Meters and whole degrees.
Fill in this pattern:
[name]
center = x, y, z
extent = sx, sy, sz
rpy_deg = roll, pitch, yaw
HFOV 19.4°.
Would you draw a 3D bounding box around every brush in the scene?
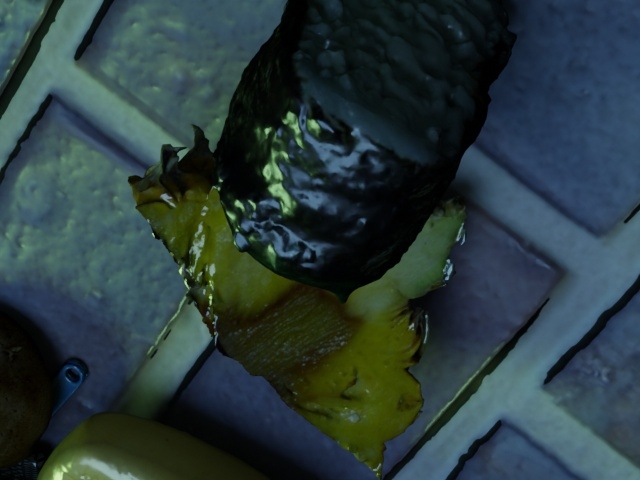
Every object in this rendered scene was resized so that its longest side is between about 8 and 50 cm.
[brush]
center = -0.216, 0.136, 1.380
extent = 0.051, 0.014, 0.164
rpy_deg = 40, 126, -3

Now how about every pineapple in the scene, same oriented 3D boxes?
[pineapple]
center = -0.004, -0.004, 1.151
extent = 0.164, 0.140, 0.250
rpy_deg = -45, 118, 5

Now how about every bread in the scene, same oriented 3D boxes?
[bread]
center = -0.093, 0.204, 1.307
extent = 0.217, 0.098, 0.147
rpy_deg = 31, 116, 6

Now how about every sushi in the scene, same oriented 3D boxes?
[sushi]
center = 0.018, -0.072, 1.014
extent = 0.124, 0.225, 0.127
rpy_deg = 30, 127, -6

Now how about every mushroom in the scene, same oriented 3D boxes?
[mushroom]
center = -0.248, 0.102, 1.340
extent = 0.127, 0.087, 0.127
rpy_deg = 3, 100, 16

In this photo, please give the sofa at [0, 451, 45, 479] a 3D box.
[sofa]
center = -0.248, 0.193, 1.343
extent = 0.060, 0.118, 0.039
rpy_deg = 11, 121, 21
